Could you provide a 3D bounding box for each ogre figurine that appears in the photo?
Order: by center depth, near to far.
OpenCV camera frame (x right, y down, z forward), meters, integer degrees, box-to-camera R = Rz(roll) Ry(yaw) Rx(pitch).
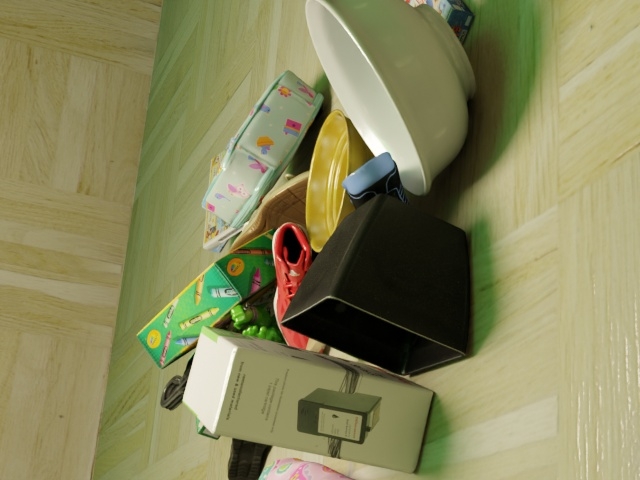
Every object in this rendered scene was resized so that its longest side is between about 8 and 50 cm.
[{"bbox_3d":[-0.084,0.179,1.954,0.097,0.197,0.118,-47,9,15],"label":"ogre figurine"}]

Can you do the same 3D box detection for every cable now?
[{"bbox_3d":[-0.218,0.261,2.128,0.287,0.072,0.139,127,155,-49],"label":"cable"}]

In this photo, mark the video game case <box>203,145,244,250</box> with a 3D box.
[{"bbox_3d":[-0.181,-0.114,2.539,0.206,0.026,0.227,-30,49,47],"label":"video game case"}]

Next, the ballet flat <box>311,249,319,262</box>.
[{"bbox_3d":[0.000,0.000,1.947,0.084,0.058,0.250,-120,46,-63],"label":"ballet flat"}]

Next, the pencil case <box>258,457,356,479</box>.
[{"bbox_3d":[-0.006,0.374,1.632,0.284,0.124,0.124,176,105,-72],"label":"pencil case"}]

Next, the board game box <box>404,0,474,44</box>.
[{"bbox_3d":[0.156,-0.305,1.720,0.201,0.035,0.136,-108,35,-57],"label":"board game box"}]

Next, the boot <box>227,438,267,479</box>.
[{"bbox_3d":[-0.126,0.319,2.105,0.137,0.077,0.198,-97,27,-57],"label":"boot"}]

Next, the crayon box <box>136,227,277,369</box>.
[{"bbox_3d":[-0.180,0.102,2.047,0.165,0.081,0.278,-32,-6,-48],"label":"crayon box"}]

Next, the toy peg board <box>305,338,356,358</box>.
[{"bbox_3d":[0.058,0.086,1.726,0.161,0.079,0.160,-53,14,50],"label":"toy peg board"}]

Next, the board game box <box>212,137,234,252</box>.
[{"bbox_3d":[-0.215,-0.102,2.682,0.160,0.039,0.211,129,148,-54],"label":"board game box"}]

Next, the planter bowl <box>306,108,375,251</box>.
[{"bbox_3d":[0.050,-0.084,1.792,0.217,0.090,0.217,-172,90,-74],"label":"planter bowl"}]

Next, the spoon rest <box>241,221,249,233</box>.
[{"bbox_3d":[-0.145,0.052,2.305,0.137,0.084,0.276,152,127,-67],"label":"spoon rest"}]

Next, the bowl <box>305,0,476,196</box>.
[{"bbox_3d":[0.110,-0.216,1.550,0.298,0.134,0.298,58,173,12],"label":"bowl"}]

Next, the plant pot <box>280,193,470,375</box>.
[{"bbox_3d":[0.084,0.052,1.500,0.188,0.187,0.167,-36,33,64],"label":"plant pot"}]

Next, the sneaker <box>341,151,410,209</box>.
[{"bbox_3d":[0.087,-0.051,1.586,0.090,0.081,0.232,55,180,10],"label":"sneaker"}]

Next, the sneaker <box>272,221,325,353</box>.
[{"bbox_3d":[-0.042,0.078,1.859,0.128,0.087,0.221,50,-154,-84],"label":"sneaker"}]

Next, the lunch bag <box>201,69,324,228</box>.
[{"bbox_3d":[-0.105,-0.165,2.179,0.279,0.108,0.224,-59,3,-28],"label":"lunch bag"}]

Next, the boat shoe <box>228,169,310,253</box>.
[{"bbox_3d":[-0.063,-0.049,2.057,0.285,0.104,0.089,-37,25,39],"label":"boat shoe"}]

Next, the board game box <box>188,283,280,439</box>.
[{"bbox_3d":[-0.134,0.176,2.140,0.317,0.046,0.213,-54,26,22],"label":"board game box"}]

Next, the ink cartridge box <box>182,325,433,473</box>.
[{"bbox_3d":[-0.020,0.205,1.539,0.198,0.273,0.114,-168,93,-72],"label":"ink cartridge box"}]
